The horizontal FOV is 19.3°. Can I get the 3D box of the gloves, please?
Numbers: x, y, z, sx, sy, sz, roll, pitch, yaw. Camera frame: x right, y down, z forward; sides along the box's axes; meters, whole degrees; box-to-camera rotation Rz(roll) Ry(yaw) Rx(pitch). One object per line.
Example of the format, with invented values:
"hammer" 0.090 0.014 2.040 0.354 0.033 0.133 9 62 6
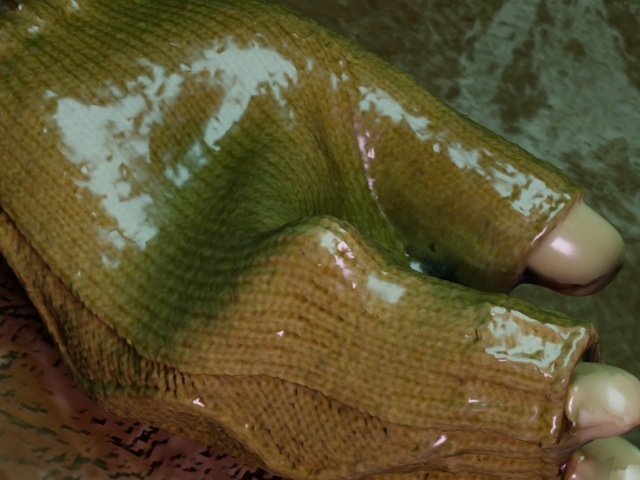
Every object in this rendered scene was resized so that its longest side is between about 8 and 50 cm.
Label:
"gloves" -0.009 0.008 0.784 0.356 0.155 0.203 31 38 23
